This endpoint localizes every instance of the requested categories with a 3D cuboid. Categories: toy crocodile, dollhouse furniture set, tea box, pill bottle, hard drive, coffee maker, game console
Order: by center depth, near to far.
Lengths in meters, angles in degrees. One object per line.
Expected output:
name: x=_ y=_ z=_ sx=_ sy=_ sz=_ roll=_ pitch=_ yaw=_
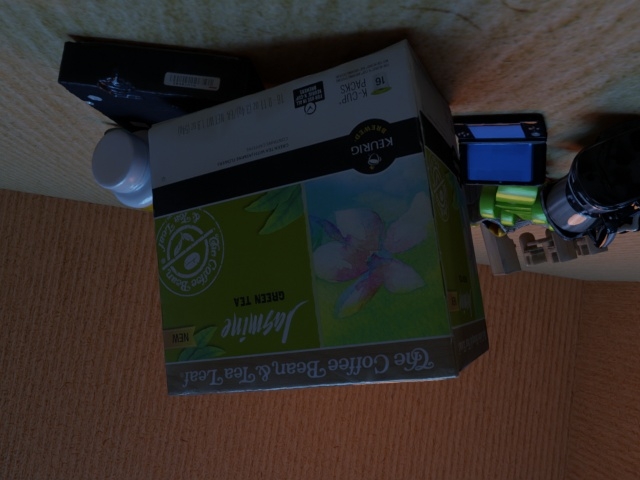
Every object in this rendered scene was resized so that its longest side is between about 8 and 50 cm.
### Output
tea box: x=0.000 y=0.000 z=0.619 sx=0.328 sy=0.324 sz=0.220 roll=-12 pitch=171 yaw=24
coffee maker: x=0.395 y=-0.087 z=0.684 sx=0.120 sy=0.171 sz=0.178 roll=45 pitch=180 yaw=14
game console: x=0.247 y=-0.123 z=0.720 sx=0.122 sy=0.071 sz=0.107 roll=5 pitch=174 yaw=29
hard drive: x=-0.183 y=-0.185 z=0.768 sx=0.236 sy=0.064 sz=0.339 roll=8 pitch=174 yaw=6
pill bottle: x=-0.241 y=-0.099 z=0.805 sx=0.117 sy=0.117 sz=0.215 roll=6 pitch=175 yaw=27
toy crocodile: x=0.375 y=-0.079 z=0.930 sx=0.115 sy=0.105 sz=0.340 roll=10 pitch=-179 yaw=33
dollhouse furniture set: x=0.554 y=-0.018 z=1.323 sx=0.241 sy=0.161 sz=0.212 roll=-14 pitch=175 yaw=0

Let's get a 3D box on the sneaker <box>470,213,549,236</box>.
sneaker: x=0.419 y=-0.050 z=1.155 sx=0.225 sy=0.093 sz=0.088 roll=8 pitch=175 yaw=-9

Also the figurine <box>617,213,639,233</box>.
figurine: x=0.632 y=-0.058 z=0.839 sx=0.209 sy=0.093 sz=0.215 roll=2 pitch=177 yaw=-22

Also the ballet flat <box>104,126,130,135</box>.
ballet flat: x=-0.350 y=-0.190 z=1.048 sx=0.168 sy=0.057 sz=0.052 roll=10 pitch=-175 yaw=-17

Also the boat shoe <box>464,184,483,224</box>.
boat shoe: x=0.152 y=-0.091 z=0.913 sx=0.355 sy=0.133 sz=0.130 roll=14 pitch=172 yaw=-43
